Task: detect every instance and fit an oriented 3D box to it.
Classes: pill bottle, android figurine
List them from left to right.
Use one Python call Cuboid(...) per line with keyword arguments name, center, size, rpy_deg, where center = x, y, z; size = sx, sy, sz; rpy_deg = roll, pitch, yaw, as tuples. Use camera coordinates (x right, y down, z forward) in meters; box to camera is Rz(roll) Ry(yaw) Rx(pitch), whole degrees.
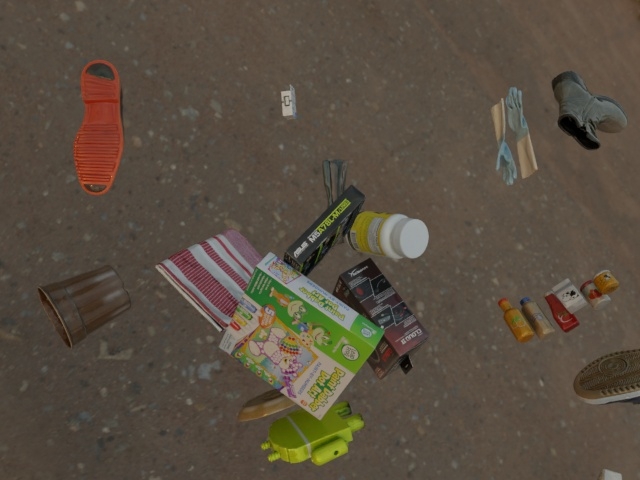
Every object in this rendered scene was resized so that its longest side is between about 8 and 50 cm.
Cuboid(name="android figurine", center=(-0.025, 0.519, 1.572), size=(0.273, 0.248, 0.056), rpy_deg=(-18, 106, -21))
Cuboid(name="pill bottle", center=(0.172, -0.014, 1.518), size=(0.119, 0.208, 0.119), rpy_deg=(-6, 100, -36))

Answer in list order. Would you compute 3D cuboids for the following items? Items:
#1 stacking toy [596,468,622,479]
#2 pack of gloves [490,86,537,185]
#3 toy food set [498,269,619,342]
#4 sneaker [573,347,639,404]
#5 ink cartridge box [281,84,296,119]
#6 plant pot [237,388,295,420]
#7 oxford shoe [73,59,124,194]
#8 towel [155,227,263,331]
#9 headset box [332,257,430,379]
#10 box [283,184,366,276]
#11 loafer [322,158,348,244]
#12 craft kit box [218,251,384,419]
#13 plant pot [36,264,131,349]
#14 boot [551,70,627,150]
Cuboid(name="stacking toy", center=(0.254, 0.430, 0.698), size=(0.130, 0.279, 0.309), rpy_deg=(15, 39, 9))
Cuboid(name="pack of gloves", center=(0.473, -0.261, 1.482), size=(0.046, 0.195, 0.232), rpy_deg=(-7, 81, -3))
Cuboid(name="toy food set", center=(0.510, 0.125, 1.247), size=(0.111, 0.232, 0.104), rpy_deg=(33, 25, -44))
Cuboid(name="sneaker", center=(0.595, 0.259, 1.010), size=(0.099, 0.282, 0.153), rpy_deg=(-97, 162, -65))
Cuboid(name="ink cartridge box", center=(-0.085, -0.372, 1.564), size=(0.048, 0.028, 0.083), rpy_deg=(7, 79, -79))
Cuboid(name="plant pot", center=(-0.117, 0.429, 1.582), size=(0.236, 0.236, 0.032), rpy_deg=(-14, 83, -46))
Cuboid(name="oxford shoe", center=(-0.445, -0.226, 1.206), size=(0.097, 0.098, 0.271), rpy_deg=(5, 87, -6))
Cuboid(name="towel", center=(-0.238, 0.088, 1.499), size=(0.237, 0.037, 0.329), rpy_deg=(42, 28, 7))
Cuboid(name="headset box", center=(0.157, 0.227, 1.569), size=(0.110, 0.218, 0.293), rpy_deg=(-28, 70, -22))
Cuboid(name="box", center=(0.000, 0.000, 1.115), size=(0.045, 0.190, 0.184), rpy_deg=(43, 72, 8))
Cuboid(name="loafer", center=(0.060, -0.120, 1.789), size=(0.084, 0.096, 0.267), rpy_deg=(-8, 90, -2))
Cuboid(name="craft kit box", center=(-0.045, 0.181, 1.062), size=(0.247, 0.249, 0.061), rpy_deg=(32, 39, 5))
Cuboid(name="plant pot", center=(-0.557, 0.146, 1.386), size=(0.165, 0.167, 0.167), rpy_deg=(-30, 89, -32))
Cuboid(name="boot", center=(0.620, -0.267, 1.340), size=(0.247, 0.083, 0.161), rpy_deg=(23, 57, -26))
